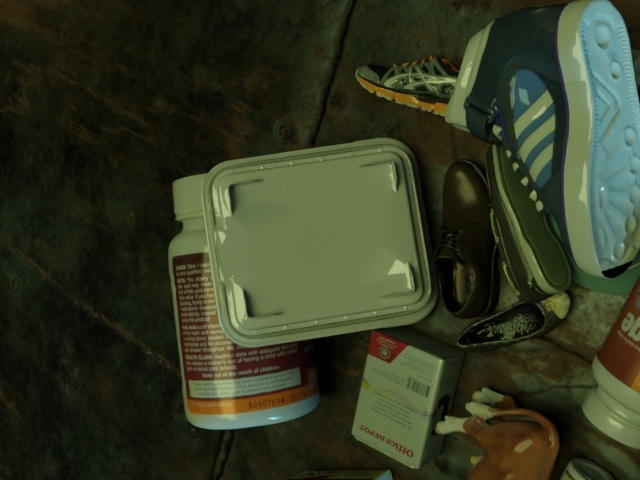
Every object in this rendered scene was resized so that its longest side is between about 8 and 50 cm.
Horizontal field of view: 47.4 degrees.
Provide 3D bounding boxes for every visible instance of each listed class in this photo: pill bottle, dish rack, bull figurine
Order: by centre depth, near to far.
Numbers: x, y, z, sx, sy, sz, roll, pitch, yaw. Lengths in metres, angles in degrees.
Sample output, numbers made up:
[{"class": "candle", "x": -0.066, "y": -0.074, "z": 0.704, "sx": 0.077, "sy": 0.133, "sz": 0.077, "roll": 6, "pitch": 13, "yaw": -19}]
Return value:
[{"class": "pill bottle", "x": 0.399, "y": 0.131, "z": 0.855, "sx": 0.121, "sy": 0.121, "sz": 0.216, "roll": 33, "pitch": 112, "yaw": 32}, {"class": "pill bottle", "x": 0.333, "y": 0.351, "z": 0.956, "sx": 0.065, "sy": 0.065, "sz": 0.116, "roll": 32, "pitch": 112, "yaw": 32}, {"class": "bull figurine", "x": 0.229, "y": 0.358, "z": 0.995, "sx": 0.188, "sy": 0.101, "sz": 0.311, "roll": 30, "pitch": 107, "yaw": 50}, {"class": "dish rack", "x": 0.000, "y": 0.000, "z": 1.063, "sx": 0.332, "sy": 0.072, "sz": 0.286, "roll": -9, "pitch": 87, "yaw": -3}, {"class": "pill bottle", "x": -0.129, "y": 0.090, "z": 1.198, "sx": 0.224, "sy": 0.224, "sz": 0.392, "roll": -6, "pitch": 90, "yaw": 38}]

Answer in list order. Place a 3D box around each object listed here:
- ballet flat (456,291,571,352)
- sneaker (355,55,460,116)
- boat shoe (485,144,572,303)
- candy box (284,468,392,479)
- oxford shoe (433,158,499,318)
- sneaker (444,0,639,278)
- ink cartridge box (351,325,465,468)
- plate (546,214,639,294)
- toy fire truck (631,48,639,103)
[{"class": "ballet flat", "x": 0.266, "y": 0.117, "z": 1.002, "sx": 0.173, "sy": 0.049, "sz": 0.058, "roll": -34, "pitch": 74, "yaw": 34}, {"class": "sneaker", "x": 0.151, "y": -0.229, "z": 1.055, "sx": 0.214, "sy": 0.084, "sz": 0.083, "roll": 20, "pitch": 103, "yaw": 25}, {"class": "boat shoe", "x": 0.260, "y": -0.029, "z": 0.976, "sx": 0.068, "sy": 0.081, "sz": 0.228, "roll": -39, "pitch": 58, "yaw": 52}, {"class": "candy box", "x": 0.050, "y": 0.537, "z": 1.172, "sx": 0.182, "sy": 0.087, "sz": 0.317, "roll": -15, "pitch": 84, "yaw": 37}, {"class": "oxford shoe", "x": 0.201, "y": -0.003, "z": 1.018, "sx": 0.082, "sy": 0.096, "sz": 0.227, "roll": -7, "pitch": 87, "yaw": 40}, {"class": "sneaker", "x": 0.264, "y": -0.120, "z": 0.901, "sx": 0.236, "sy": 0.130, "sz": 0.323, "roll": 3, "pitch": 103, "yaw": 58}, {"class": "ink cartridge box", "x": 0.130, "y": 0.232, "z": 1.100, "sx": 0.127, "sy": 0.072, "sz": 0.175, "roll": 19, "pitch": 105, "yaw": 35}, {"class": "plate", "x": 0.372, "y": -0.023, "z": 0.928, "sx": 0.188, "sy": 0.024, "sz": 0.188, "roll": 3, "pitch": 95, "yaw": 37}, {"class": "toy fire truck", "x": 0.383, "y": -0.183, "z": 0.894, "sx": 0.192, "sy": 0.047, "sz": 0.135, "roll": 0, "pitch": 90, "yaw": 35}]
